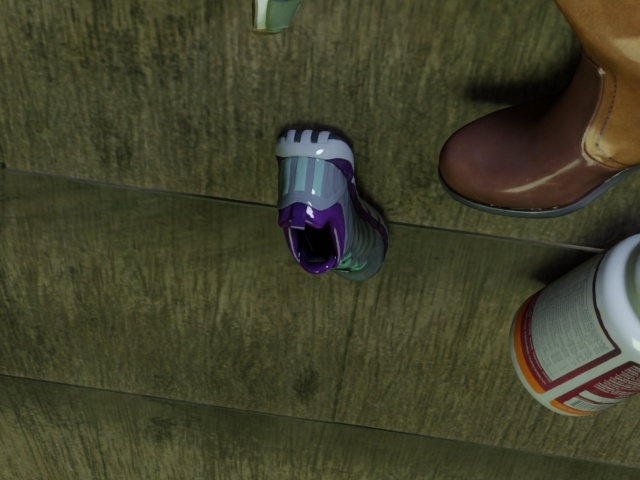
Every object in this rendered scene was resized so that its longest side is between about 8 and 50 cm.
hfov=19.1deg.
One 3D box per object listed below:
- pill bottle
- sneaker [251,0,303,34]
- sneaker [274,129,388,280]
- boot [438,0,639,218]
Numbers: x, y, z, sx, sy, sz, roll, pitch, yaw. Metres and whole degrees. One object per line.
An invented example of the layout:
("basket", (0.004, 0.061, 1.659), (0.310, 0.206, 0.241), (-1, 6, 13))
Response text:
("pill bottle", (0.263, 0.064, 1.608), (0.121, 0.121, 0.221), (19, 152, -20))
("sneaker", (-0.001, -0.188, 1.241), (0.086, 0.064, 0.192), (1, 159, -3))
("sneaker", (0.000, 0.000, 1.584), (0.083, 0.098, 0.224), (0, 153, 17))
("boot", (0.176, -0.123, 1.287), (0.264, 0.096, 0.280), (-2, 151, 21))
